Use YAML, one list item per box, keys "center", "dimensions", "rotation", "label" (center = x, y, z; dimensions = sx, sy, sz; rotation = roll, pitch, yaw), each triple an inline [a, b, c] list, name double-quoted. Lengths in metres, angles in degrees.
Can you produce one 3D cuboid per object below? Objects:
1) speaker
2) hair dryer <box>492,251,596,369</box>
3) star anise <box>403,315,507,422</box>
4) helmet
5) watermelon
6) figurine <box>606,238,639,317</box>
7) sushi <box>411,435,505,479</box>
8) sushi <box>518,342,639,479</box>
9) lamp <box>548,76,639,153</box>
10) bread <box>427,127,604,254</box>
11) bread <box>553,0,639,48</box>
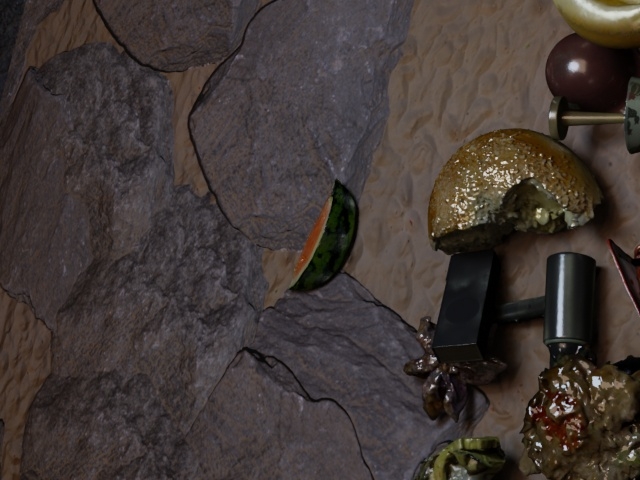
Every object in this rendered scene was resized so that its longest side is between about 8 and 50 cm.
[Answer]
- center: [0.242, 0.107, 1.865]
  dimensions: [0.082, 0.044, 0.218]
  rotation: [-7, 40, 26]
  label: "speaker"
- center: [0.339, 0.138, 1.835]
  dimensions: [0.248, 0.078, 0.195]
  rotation: [-18, 58, 52]
  label: "hair dryer"
- center: [0.218, 0.197, 1.913]
  dimensions: [0.212, 0.073, 0.197]
  rotation: [-55, 44, 26]
  label: "star anise"
- center: [0.438, -0.277, 1.848]
  dimensions: [0.175, 0.106, 0.155]
  rotation: [44, 108, 38]
  label: "helmet"
- center: [0.004, 0.001, 2.207]
  dimensions: [0.245, 0.063, 0.119]
  rotation: [-68, 26, 10]
  label: "watermelon"
- center: [0.563, 0.041, 1.609]
  dimensions: [0.226, 0.160, 0.183]
  rotation: [-30, 58, 23]
  label: "figurine"
- center: [0.210, 0.428, 1.831]
  dimensions: [0.131, 0.139, 0.291]
  rotation: [42, 116, 37]
  label: "sushi"
- center: [0.409, 0.272, 1.616]
  dimensions: [0.225, 0.219, 0.238]
  rotation: [3, 78, 48]
  label: "sushi"
- center: [0.470, -0.196, 1.761]
  dimensions: [0.214, 0.121, 0.121]
  rotation: [4, 79, 28]
  label: "lamp"
- center: [0.308, -0.094, 1.865]
  dimensions: [0.314, 0.171, 0.192]
  rotation: [-11, 73, 40]
  label: "bread"
- center: [0.546, -0.474, 1.695]
  dimensions: [0.424, 0.245, 0.329]
  rotation: [-36, 82, 28]
  label: "bread"
